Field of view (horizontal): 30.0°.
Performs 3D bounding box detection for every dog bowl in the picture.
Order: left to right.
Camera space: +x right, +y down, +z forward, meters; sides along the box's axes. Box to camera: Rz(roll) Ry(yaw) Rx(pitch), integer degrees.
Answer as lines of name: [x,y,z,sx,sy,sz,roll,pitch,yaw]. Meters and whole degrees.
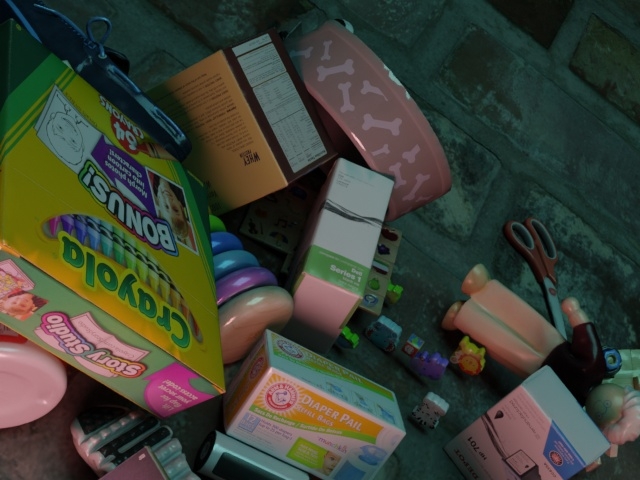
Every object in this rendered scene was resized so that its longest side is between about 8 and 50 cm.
dog bowl: [0.046,-0.175,1.806,0.102,0.349,0.349,-40,82,-9]

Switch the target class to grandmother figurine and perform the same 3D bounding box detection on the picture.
grandmother figurine: [0.341,0.187,1.787,0.342,0.207,0.104,36,31,28]

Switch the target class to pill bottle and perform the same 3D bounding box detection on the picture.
pill bottle: [-0.372,0.054,1.353,0.161,0.161,0.283,14,46,-30]

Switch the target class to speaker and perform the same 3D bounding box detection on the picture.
speaker: [-0.083,0.285,1.466,0.136,0.055,0.055,29,41,-17]

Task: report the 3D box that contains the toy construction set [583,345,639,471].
toy construction set: [0.513,0.275,1.914,0.328,0.151,0.215,3,78,-29]

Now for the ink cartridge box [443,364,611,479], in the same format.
ink cartridge box: [0.284,0.286,1.661,0.082,0.190,0.139,-23,71,-47]

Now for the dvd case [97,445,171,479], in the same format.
dvd case: [-0.190,0.352,1.246,0.221,0.164,0.018,55,5,15]

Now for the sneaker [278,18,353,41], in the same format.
sneaker: [-0.018,-0.342,2.074,0.121,0.079,0.217,31,42,-16]

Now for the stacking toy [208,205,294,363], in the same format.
stacking toy: [-0.174,-0.001,1.604,0.141,0.141,0.330,-10,56,-44]

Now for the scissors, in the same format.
scissors: [0.406,0.077,2.087,0.109,0.021,0.297,7,49,-38]

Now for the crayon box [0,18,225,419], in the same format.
crayon box: [-0.256,-0.015,1.329,0.363,0.106,0.313,42,29,-46]

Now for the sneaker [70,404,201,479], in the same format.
sneaker: [-0.179,0.297,1.341,0.292,0.118,0.110,36,36,25]

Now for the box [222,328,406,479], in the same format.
box: [-0.010,0.218,1.519,0.203,0.114,0.103,28,18,-16]

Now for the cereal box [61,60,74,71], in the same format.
cereal box: [-0.433,-0.144,1.477,0.240,0.173,0.047,-14,63,-47]

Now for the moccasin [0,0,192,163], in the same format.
moccasin: [-0.304,-0.205,1.611,0.117,0.137,0.342,-32,76,-28]

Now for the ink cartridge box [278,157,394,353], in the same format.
ink cartridge box: [0.017,0.020,1.661,0.093,0.160,0.219,23,51,-6]

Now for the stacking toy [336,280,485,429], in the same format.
stacking toy: [0.124,0.159,1.755,0.221,0.052,0.167,37,39,7]

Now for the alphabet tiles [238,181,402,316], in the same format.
alphabet tiles: [0.000,0.000,1.799,0.237,0.009,0.198,25,41,-4]

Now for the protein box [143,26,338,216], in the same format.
protein box: [-0.123,-0.157,1.680,0.136,0.200,0.201,-35,101,-50]
